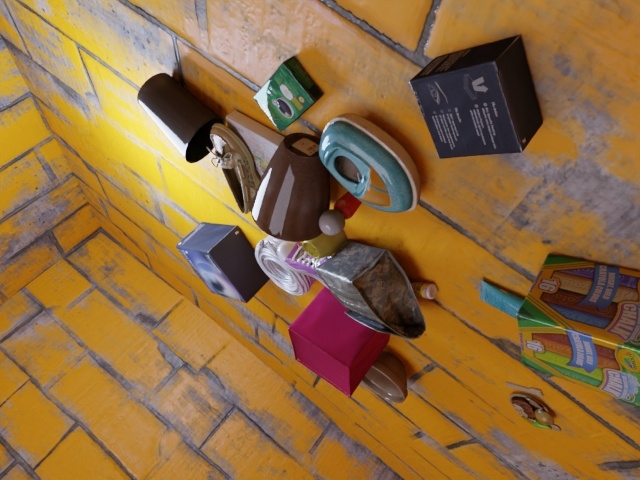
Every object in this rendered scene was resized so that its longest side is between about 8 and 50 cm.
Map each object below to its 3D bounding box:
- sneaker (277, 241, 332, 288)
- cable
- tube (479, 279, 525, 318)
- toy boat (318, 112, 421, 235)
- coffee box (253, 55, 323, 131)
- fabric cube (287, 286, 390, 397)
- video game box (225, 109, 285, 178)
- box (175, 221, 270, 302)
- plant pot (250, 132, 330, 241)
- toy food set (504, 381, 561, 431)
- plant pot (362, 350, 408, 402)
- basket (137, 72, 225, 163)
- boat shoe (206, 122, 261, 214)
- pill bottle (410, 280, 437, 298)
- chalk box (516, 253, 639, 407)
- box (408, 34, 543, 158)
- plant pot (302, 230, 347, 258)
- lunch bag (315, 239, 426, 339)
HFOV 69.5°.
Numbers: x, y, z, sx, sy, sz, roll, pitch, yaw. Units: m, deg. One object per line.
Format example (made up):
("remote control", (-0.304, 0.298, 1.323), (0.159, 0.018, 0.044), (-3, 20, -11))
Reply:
("sneaker", (-0.013, 0.063, 1.495), (0.282, 0.102, 0.161), (27, 161, 7))
("cable", (-0.132, 0.092, 1.715), (0.257, 0.089, 0.257), (44, 153, -4))
("tube", (0.469, 0.162, 1.087), (0.207, 0.052, 0.080), (28, 144, 35))
("toy boat", (0.085, -0.123, 1.074), (0.267, 0.148, 0.318), (40, 152, 6))
("coffee box", (-0.081, -0.343, 1.098), (0.113, 0.040, 0.184), (49, 151, -11))
("fabric cube", (0.074, 0.333, 1.603), (0.254, 0.258, 0.259), (29, 149, 23))
("video game box", (-0.173, -0.254, 1.333), (0.205, 0.048, 0.187), (32, 149, 20))
("box", (-0.416, 0.089, 1.979), (0.294, 0.183, 0.296), (5, 135, 47))
("plant pot", (-0.060, -0.152, 1.196), (0.215, 0.215, 0.230), (34, 136, 17))
("toy food set", (0.621, 0.504, 1.368), (0.132, 0.038, 0.192), (0, 130, 52))
("plant pot", (0.247, 0.505, 1.775), (0.237, 0.110, 0.237), (32, 150, 21))
("basket", (-0.422, -0.376, 1.382), (0.227, 0.154, 0.204), (46, 151, 3))
("boat shoe", (-0.248, -0.205, 1.353), (0.104, 0.089, 0.285), (15, 142, 44))
("pill bottle", (0.281, 0.138, 1.293), (0.083, 0.043, 0.043), (3, 133, 50))
("chalk box", (0.545, 0.170, 0.856), (0.289, 0.179, 0.180), (15, 142, 42))
("box", (0.258, -0.229, 0.765), (0.158, 0.093, 0.156), (7, 136, 49))
("plant pot", (0.000, 0.000, 1.409), (0.134, 0.095, 0.134), (31, 149, 21))
("lunch bag", (0.154, 0.159, 1.328), (0.287, 0.169, 0.235), (53, 165, -21))
